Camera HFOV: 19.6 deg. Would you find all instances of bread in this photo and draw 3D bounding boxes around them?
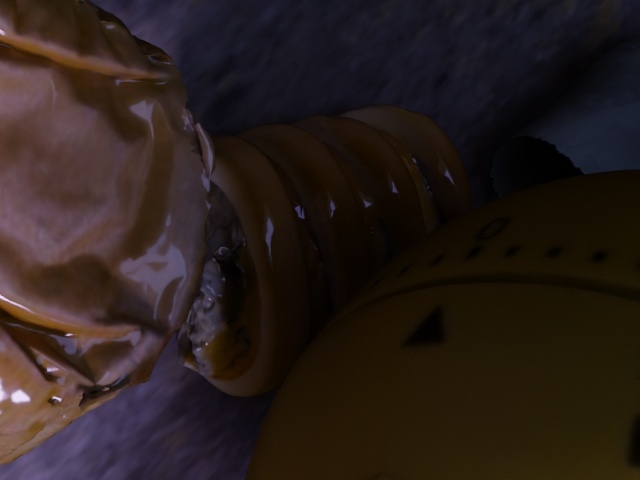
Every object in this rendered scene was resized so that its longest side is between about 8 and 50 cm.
[{"bbox_3d":[-0.158,-0.017,0.681,0.240,0.139,0.240,2,88,-42],"label":"bread"},{"bbox_3d":[0.000,0.000,0.853,0.177,0.084,0.119,-19,109,-38],"label":"bread"}]

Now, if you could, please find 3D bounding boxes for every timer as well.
[{"bbox_3d":[0.119,0.169,0.724,0.376,0.376,0.387,59,44,-28],"label":"timer"}]

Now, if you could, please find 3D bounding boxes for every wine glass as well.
[{"bbox_3d":[0.183,-0.067,0.974,0.202,0.093,0.093,-33,116,-29],"label":"wine glass"}]
